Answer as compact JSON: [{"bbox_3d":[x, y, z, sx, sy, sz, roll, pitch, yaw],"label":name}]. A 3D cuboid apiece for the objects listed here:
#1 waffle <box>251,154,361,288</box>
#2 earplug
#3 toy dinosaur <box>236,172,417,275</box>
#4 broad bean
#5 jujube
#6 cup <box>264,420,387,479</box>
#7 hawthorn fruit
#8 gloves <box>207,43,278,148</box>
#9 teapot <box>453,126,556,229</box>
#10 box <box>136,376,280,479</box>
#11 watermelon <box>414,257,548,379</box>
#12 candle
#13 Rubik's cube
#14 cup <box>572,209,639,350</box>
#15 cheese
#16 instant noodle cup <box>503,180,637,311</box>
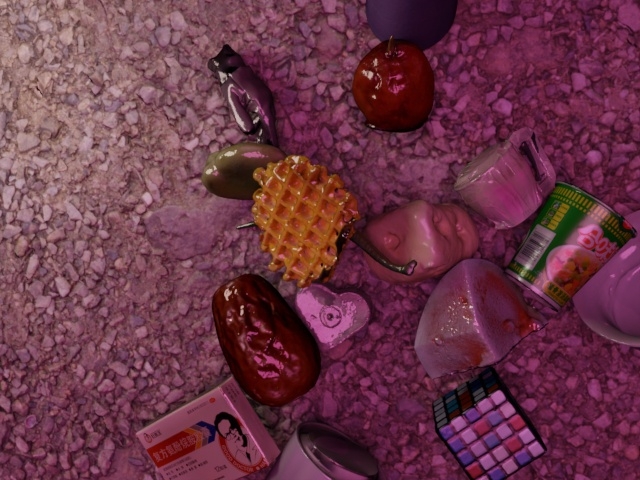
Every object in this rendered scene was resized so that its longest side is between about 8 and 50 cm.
[{"bbox_3d":[-0.039,-0.035,1.486,0.307,0.060,0.312,11,117,38],"label":"waffle"},{"bbox_3d":[0.193,-0.542,1.363,0.215,0.456,0.215,0,92,5],"label":"earplug"},{"bbox_3d":[0.000,0.000,1.552,0.447,0.087,0.301,-23,73,31],"label":"toy dinosaur"},{"bbox_3d":[-0.177,-0.160,1.597,0.227,0.169,0.100,-16,48,36],"label":"broad bean"},{"bbox_3d":[-0.132,0.235,1.581,0.223,0.223,0.318,-31,82,9],"label":"jujube"},{"bbox_3d":[-0.033,0.634,1.584,0.253,0.253,0.372,34,101,4],"label":"cup"},{"bbox_3d":[0.159,-0.357,1.494,0.189,0.251,0.190,-9,56,13],"label":"hawthorn fruit"},{"bbox_3d":[-0.178,-0.334,1.594,0.119,0.142,0.286,-26,91,37],"label":"gloves"},{"bbox_3d":[0.425,-0.129,1.533,0.178,0.221,0.163,49,138,-7],"label":"teapot"},{"bbox_3d":[-0.280,0.492,1.630,0.353,0.069,0.214,-33,89,32],"label":"box"},{"bbox_3d":[0.362,0.172,1.485,0.319,0.214,0.290,-14,117,-2],"label":"watermelon"},{"bbox_3d":[0.025,0.187,1.632,0.192,0.068,0.169,12,97,11],"label":"candle"},{"bbox_3d":[0.383,0.431,1.541,0.182,0.187,0.184,-35,91,9],"label":"Rubik's cube"},{"bbox_3d":[0.736,0.108,1.426,0.347,0.347,0.163,-42,123,9],"label":"cup"},{"bbox_3d":[0.225,0.007,1.547,0.247,0.251,0.174,-19,84,43],"label":"cheese"},{"bbox_3d":[0.524,0.021,1.446,0.207,0.207,0.233,38,94,4],"label":"instant noodle cup"}]
